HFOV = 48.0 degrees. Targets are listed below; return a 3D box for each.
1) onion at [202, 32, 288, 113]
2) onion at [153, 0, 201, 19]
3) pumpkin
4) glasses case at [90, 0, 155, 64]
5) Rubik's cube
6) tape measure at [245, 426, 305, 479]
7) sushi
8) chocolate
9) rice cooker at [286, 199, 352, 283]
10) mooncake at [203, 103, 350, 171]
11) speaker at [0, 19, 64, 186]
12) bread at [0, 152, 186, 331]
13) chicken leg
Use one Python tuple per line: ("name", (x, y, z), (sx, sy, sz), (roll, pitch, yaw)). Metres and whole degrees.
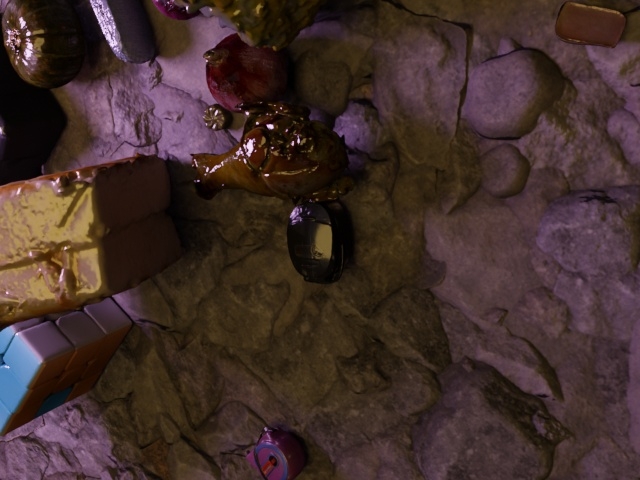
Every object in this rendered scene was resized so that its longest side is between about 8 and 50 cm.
("onion", (-0.151, -0.316, 1.335), (0.160, 0.195, 0.159), (-1, 88, 25))
("onion", (-0.280, -0.488, 1.416), (0.115, 0.104, 0.115), (-3, 130, -4))
("pumpkin", (-0.605, -0.444, 1.580), (0.224, 0.157, 0.223), (19, 118, 41))
("glasses case", (-0.426, -0.501, 1.489), (0.067, 0.109, 0.282), (-21, 93, 30))
("Rubik's cube", (-0.693, 0.233, 1.732), (0.290, 0.291, 0.291), (45, 119, 11))
("tape measure", (-0.096, 0.476, 1.588), (0.125, 0.074, 0.118), (47, 126, 17))
("sushi", (-0.153, -0.501, 1.191), (0.240, 0.351, 0.396), (-52, 55, 21))
("chocolate", (0.416, -0.330, 1.108), (0.101, 0.031, 0.064), (15, 92, 21))
("rice cooker", (0.000, 0.000, 1.388), (0.112, 0.106, 0.165), (2, 108, 29))
("mooncake", (-0.083, -0.206, 1.415), (0.347, 0.057, 0.150), (3, 117, 35))
("speaker", (-0.777, -0.334, 1.697), (0.184, 0.180, 0.388), (-38, 84, 37))
("bread", (-0.522, -0.007, 1.480), (0.390, 0.371, 0.279), (-15, 101, 13))
("chicken leg", (-0.122, -0.161, 1.336), (0.361, 0.140, 0.211), (4, 120, 31))
